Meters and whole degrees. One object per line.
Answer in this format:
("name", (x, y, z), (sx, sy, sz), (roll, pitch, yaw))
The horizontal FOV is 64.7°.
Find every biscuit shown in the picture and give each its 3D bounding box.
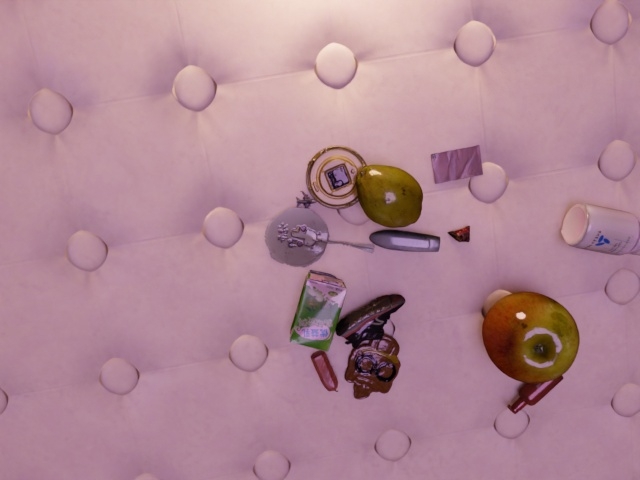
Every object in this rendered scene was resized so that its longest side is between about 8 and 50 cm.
("biscuit", (0.205, 0.499, 1.979), (0.209, 0.041, 0.290), (22, 98, -7))

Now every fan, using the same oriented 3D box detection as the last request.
("fan", (0.000, 0.000, 1.873), (0.415, 0.012, 0.232), (6, 109, -5))

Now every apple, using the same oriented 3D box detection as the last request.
("apple", (0.773, 0.359, 1.860), (0.340, 0.339, 0.339), (-1, 101, -4))

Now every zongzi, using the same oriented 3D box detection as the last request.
("zongzi", (0.525, -0.012, 1.889), (0.084, 0.073, 0.067), (-3, 119, -2))

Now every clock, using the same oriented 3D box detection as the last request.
("clock", (0.064, -0.225, 1.826), (0.237, 0.057, 0.236), (0, 100, -3))

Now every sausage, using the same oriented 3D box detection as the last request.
("sausage", (0.020, 0.512, 1.959), (0.065, 0.065, 0.169), (-23, 101, 1))

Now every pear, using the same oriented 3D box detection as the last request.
("pear", (0.240, -0.156, 1.774), (0.269, 0.212, 0.212), (41, 96, -21))

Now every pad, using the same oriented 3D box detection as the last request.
("pad", (0.505, -0.281, 1.871), (0.188, 0.006, 0.113), (-12, 100, -3))

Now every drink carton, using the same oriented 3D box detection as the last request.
("drink carton", (-0.006, 0.262, 1.887), (0.161, 0.108, 0.270), (16, 100, -4))

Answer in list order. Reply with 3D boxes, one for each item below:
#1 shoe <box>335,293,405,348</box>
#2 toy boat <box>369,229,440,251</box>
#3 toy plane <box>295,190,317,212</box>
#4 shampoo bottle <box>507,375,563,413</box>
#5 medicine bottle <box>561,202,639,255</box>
("shoe", (0.205, 0.310, 1.903), (0.291, 0.114, 0.137), (-31, 107, -2))
("toy boat", (0.312, 0.001, 1.880), (0.261, 0.085, 0.078), (5, 100, 6))
("toy plane", (-0.051, -0.142, 1.842), (0.083, 0.031, 0.078), (-1, 103, 17))
("shampoo bottle", (0.853, 0.601, 2.020), (0.244, 0.085, 0.085), (-44, 100, 3))
("medicine bottle", (1.072, -0.034, 1.873), (0.293, 0.170, 0.170), (9, 100, -6))
